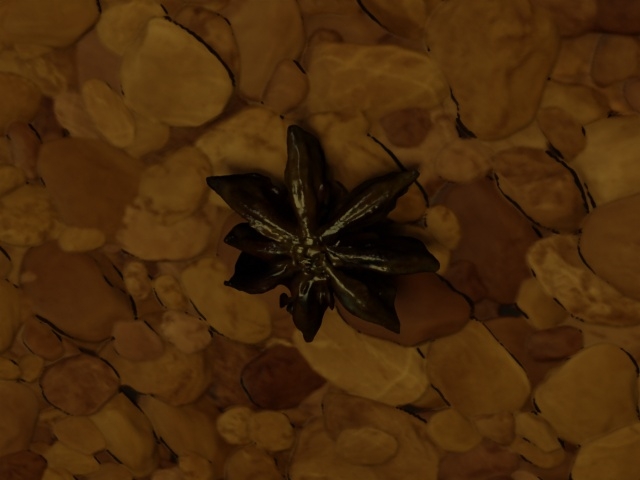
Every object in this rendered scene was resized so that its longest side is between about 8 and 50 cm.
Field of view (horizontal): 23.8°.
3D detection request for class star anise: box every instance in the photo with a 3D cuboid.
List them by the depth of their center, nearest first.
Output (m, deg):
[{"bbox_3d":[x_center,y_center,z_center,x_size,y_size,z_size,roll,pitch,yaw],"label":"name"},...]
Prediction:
[{"bbox_3d":[-0.001,0.000,1.005,0.168,0.057,0.168,9,127,11],"label":"star anise"}]
